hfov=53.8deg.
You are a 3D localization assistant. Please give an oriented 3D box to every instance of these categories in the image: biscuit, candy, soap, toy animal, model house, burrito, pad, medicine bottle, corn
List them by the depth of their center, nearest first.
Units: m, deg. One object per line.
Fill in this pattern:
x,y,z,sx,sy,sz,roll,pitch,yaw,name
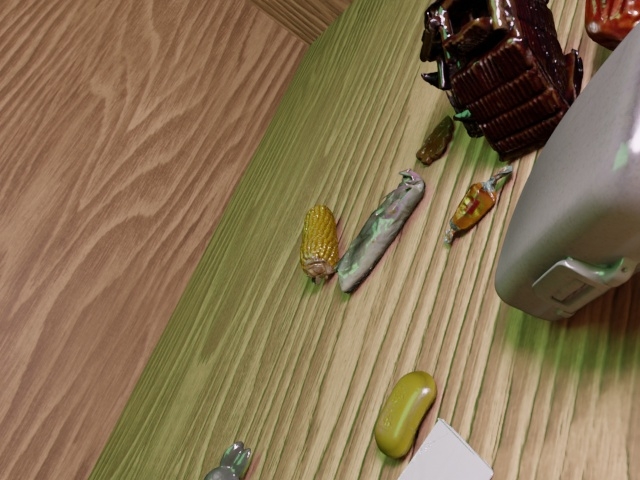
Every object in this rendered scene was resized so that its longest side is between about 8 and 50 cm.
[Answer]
0.317,-0.063,0.718,0.375,0.123,0.282,100,-167,-68,medicine bottle
0.134,0.368,0.855,0.232,0.004,0.156,-57,20,1,pad
0.129,0.264,0.970,0.140,0.045,0.089,-61,16,-10,soap
0.298,-0.280,1.126,0.317,0.297,0.282,-18,86,54,model house
0.275,-0.066,1.129,0.182,0.046,0.053,-52,18,21,candy
-0.219,0.549,1.323,0.236,0.138,0.108,-42,-31,-29,toy animal
0.127,-0.017,1.383,0.309,0.066,0.096,-57,22,10,burrito
0.269,-0.228,1.438,0.130,0.019,0.119,-61,19,-9,biscuit
0.000,0.000,1.629,0.106,0.106,0.293,-48,18,26,corn

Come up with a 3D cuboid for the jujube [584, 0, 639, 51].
0.507,-0.430,0.943,0.197,0.197,0.290,-122,52,-69,jujube
